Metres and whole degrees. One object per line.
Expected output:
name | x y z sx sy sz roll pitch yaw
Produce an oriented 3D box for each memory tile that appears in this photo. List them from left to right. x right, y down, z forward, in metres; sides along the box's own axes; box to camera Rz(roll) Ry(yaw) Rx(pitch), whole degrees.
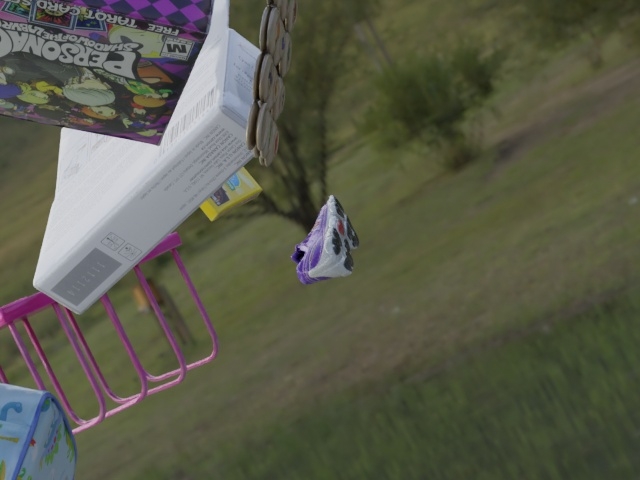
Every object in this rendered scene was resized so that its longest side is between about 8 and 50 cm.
memory tile | -0.036 -0.135 1.066 0.012 0.148 0.113 7 -6 6

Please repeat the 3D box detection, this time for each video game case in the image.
video game case | -0.207 -0.140 0.972 0.232 0.042 0.210 10 -19 -13

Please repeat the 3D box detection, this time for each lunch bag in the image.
lunch bag | -0.268 0.236 1.099 0.090 0.219 0.176 9 -32 9

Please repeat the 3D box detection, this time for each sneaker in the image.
sneaker | 0.000 0.000 1.629 0.071 0.068 0.170 -23 16 15

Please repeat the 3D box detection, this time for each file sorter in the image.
file sorter | -0.304 0.142 1.758 0.202 0.182 0.290 -25 1 45

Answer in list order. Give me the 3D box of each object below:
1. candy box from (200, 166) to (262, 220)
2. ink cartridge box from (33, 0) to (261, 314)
candy box | -0.183 -0.128 1.979 0.105 0.206 0.027 -31 -11 -49
ink cartridge box | -0.166 -0.105 1.391 0.296 0.066 0.261 -40 31 28
